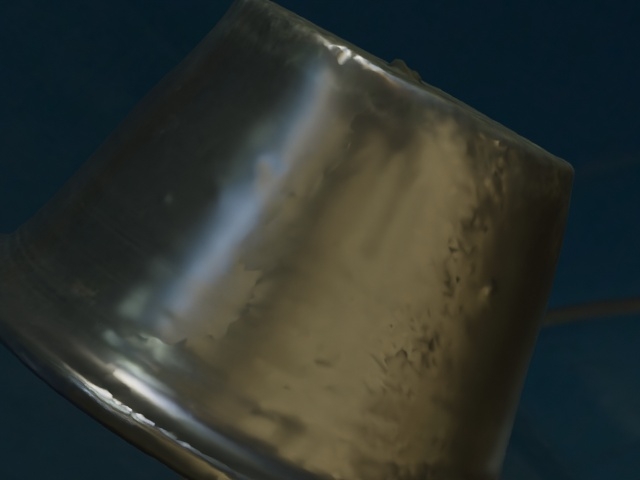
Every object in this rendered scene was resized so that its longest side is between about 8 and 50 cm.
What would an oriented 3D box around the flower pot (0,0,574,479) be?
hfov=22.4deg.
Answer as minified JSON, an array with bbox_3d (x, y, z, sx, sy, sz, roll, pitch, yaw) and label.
[{"bbox_3d":[0.000,0.000,0.610,0.235,0.235,0.148,20,-79,-49],"label":"flower pot"}]
